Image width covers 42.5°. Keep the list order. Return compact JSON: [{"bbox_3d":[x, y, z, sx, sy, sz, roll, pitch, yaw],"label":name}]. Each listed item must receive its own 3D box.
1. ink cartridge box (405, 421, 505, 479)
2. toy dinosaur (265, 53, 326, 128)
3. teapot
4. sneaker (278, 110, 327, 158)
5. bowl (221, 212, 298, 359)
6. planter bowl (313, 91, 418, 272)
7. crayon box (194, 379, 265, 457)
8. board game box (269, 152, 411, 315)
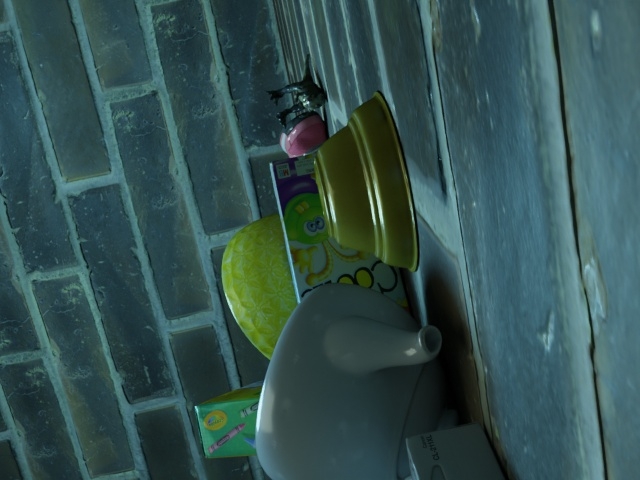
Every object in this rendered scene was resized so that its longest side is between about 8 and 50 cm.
[{"bbox_3d":[0.133,0.271,0.731,0.127,0.073,0.175,-105,4,-59],"label":"ink cartridge box"},{"bbox_3d":[-0.050,-0.311,1.755,0.064,0.118,0.268,51,-166,-31],"label":"toy dinosaur"},{"bbox_3d":[0.057,0.177,0.892,0.256,0.187,0.252,-13,-64,-70],"label":"teapot"},{"bbox_3d":[-0.008,-0.170,1.874,0.136,0.116,0.313,51,162,27],"label":"sneaker"},{"bbox_3d":[0.004,0.058,1.310,0.156,0.290,0.289,-40,52,38],"label":"bowl"},{"bbox_3d":[0.044,-0.059,0.965,0.217,0.091,0.217,167,90,-88],"label":"planter bowl"},{"bbox_3d":[-0.017,0.241,1.167,0.165,0.279,0.081,-8,-94,-58],"label":"crayon box"},{"bbox_3d":[0.028,0.026,1.147,0.144,0.142,0.275,89,169,-76],"label":"board game box"}]
